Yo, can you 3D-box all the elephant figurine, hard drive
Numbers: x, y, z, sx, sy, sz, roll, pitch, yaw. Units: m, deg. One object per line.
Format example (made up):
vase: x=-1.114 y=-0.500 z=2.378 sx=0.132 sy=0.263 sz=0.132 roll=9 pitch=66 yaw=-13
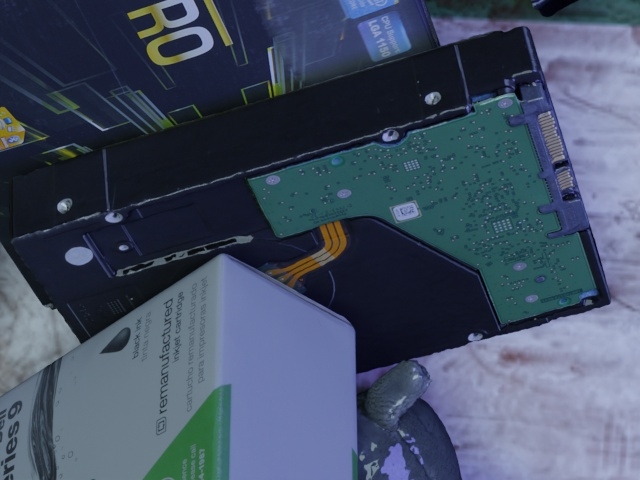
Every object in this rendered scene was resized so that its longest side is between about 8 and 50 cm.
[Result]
elephant figurine: x=0.067 y=0.220 z=1.281 sx=0.169 sy=0.186 sz=0.239 roll=-36 pitch=84 yaw=3
hard drive: x=0.000 y=0.000 z=1.247 sx=0.339 sy=0.237 sz=0.064 roll=-16 pitch=51 yaw=10

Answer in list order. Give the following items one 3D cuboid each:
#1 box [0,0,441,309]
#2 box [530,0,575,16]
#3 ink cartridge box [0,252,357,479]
box: x=-0.105 y=-0.147 z=1.190 sx=0.318 sy=0.097 sz=0.395 roll=-18 pitch=136 yaw=7
box: x=0.181 y=-0.379 z=1.191 sx=0.293 sy=0.212 sz=0.395 roll=-26 pitch=90 yaw=10
ink cartridge box: x=-0.117 y=0.173 z=1.217 sx=0.121 sy=0.211 sz=0.289 roll=30 pitch=133 yaw=-35
